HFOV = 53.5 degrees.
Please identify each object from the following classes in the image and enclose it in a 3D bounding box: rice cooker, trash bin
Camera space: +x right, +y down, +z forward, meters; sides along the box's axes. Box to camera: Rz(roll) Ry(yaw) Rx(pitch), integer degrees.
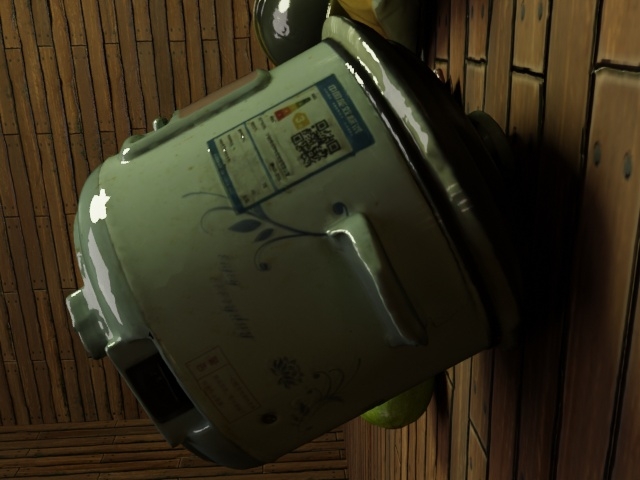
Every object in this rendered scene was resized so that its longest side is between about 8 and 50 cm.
[{"bbox_3d":[0.000,0.000,0.455,0.264,0.316,0.316,62,-176,-12],"label":"rice cooker"},{"bbox_3d":[0.001,-0.385,1.046,0.334,0.214,0.214,-88,-2,-49],"label":"trash bin"}]

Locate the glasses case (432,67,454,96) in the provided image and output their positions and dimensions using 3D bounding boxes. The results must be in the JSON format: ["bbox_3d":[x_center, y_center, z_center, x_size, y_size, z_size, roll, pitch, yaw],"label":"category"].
[{"bbox_3d":[0.098,-0.133,0.655,0.193,0.070,0.102,-109,35,-64],"label":"glasses case"}]

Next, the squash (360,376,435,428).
[{"bbox_3d":[0.075,0.041,0.786,0.118,0.118,0.371,92,177,-68],"label":"squash"}]

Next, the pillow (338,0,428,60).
[{"bbox_3d":[0.037,-0.364,0.643,0.312,0.119,0.310,22,-115,-65],"label":"pillow"}]
